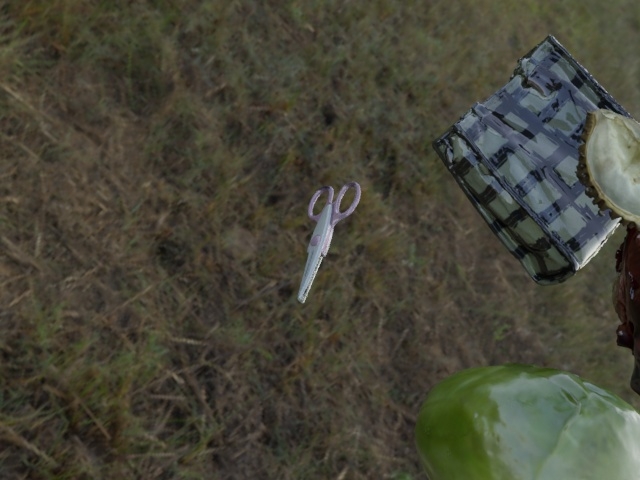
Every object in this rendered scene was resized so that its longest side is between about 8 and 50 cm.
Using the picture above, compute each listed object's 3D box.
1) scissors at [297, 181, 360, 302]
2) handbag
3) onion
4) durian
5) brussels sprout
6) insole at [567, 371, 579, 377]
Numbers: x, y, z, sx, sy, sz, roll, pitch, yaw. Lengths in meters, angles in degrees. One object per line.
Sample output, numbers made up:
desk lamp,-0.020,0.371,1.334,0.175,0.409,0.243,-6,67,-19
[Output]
scissors,0.000,0.000,1.087,0.022,0.085,0.176,42,57,-40
handbag,0.399,-0.143,1.469,0.325,0.162,0.327,-43,94,-25
onion,0.499,0.090,1.140,0.272,0.195,0.272,-7,90,-71
durian,0.254,-0.050,0.692,0.052,0.066,0.130,-33,75,-38
brussels sprout,0.269,0.278,1.031,0.328,0.247,0.328,40,-4,4
insole,0.353,0.218,1.234,0.045,0.002,0.135,16,19,23
